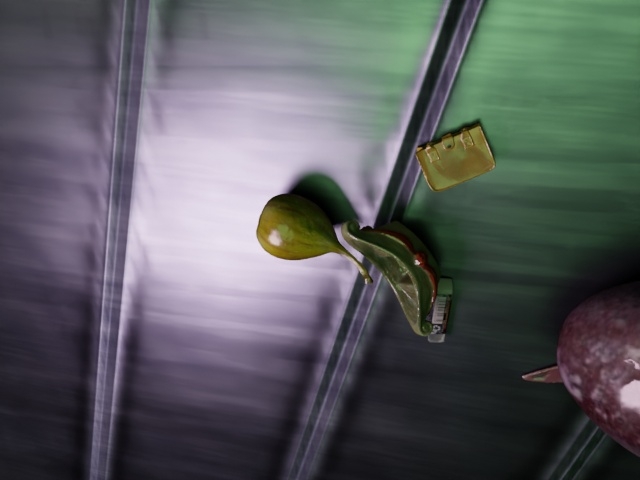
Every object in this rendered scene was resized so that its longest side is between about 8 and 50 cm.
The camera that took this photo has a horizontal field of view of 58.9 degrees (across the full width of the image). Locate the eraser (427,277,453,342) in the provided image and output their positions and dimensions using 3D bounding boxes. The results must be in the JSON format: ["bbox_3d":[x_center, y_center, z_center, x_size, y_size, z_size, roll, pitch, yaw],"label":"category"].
[{"bbox_3d":[0.165,0.097,0.786,0.027,0.019,0.099,1,118,-2],"label":"eraser"}]

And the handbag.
[{"bbox_3d":[0.163,-0.100,0.684,0.083,0.027,0.061,-23,108,21],"label":"handbag"}]

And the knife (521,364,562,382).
[{"bbox_3d":[0.398,0.166,0.762,0.247,0.018,0.035,-18,112,25],"label":"knife"}]

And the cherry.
[{"bbox_3d":[0.401,0.147,0.645,0.266,0.184,0.213,9,79,47],"label":"cherry"}]

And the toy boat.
[{"bbox_3d":[0.103,0.035,0.732,0.071,0.089,0.185,-41,100,-17],"label":"toy boat"}]

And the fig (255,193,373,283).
[{"bbox_3d":[-0.005,-0.003,0.754,0.166,0.093,0.093,21,121,-16],"label":"fig"}]
